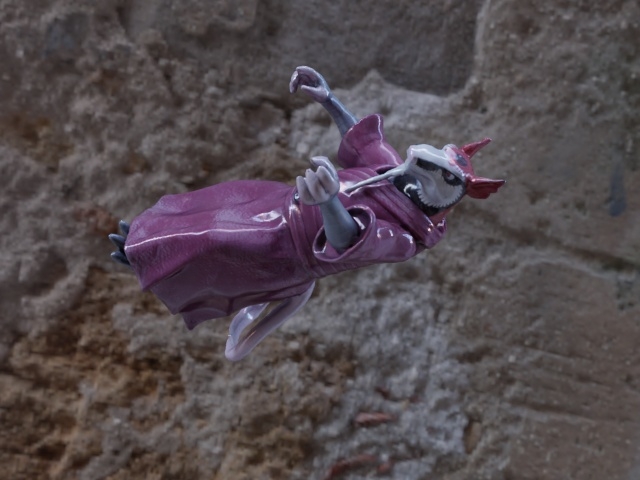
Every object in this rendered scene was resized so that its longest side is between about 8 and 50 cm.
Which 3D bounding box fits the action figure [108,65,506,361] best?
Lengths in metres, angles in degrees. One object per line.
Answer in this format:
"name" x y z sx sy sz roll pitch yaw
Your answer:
"action figure" 0.000 0.000 0.877 0.370 0.276 0.248 -12 30 23
